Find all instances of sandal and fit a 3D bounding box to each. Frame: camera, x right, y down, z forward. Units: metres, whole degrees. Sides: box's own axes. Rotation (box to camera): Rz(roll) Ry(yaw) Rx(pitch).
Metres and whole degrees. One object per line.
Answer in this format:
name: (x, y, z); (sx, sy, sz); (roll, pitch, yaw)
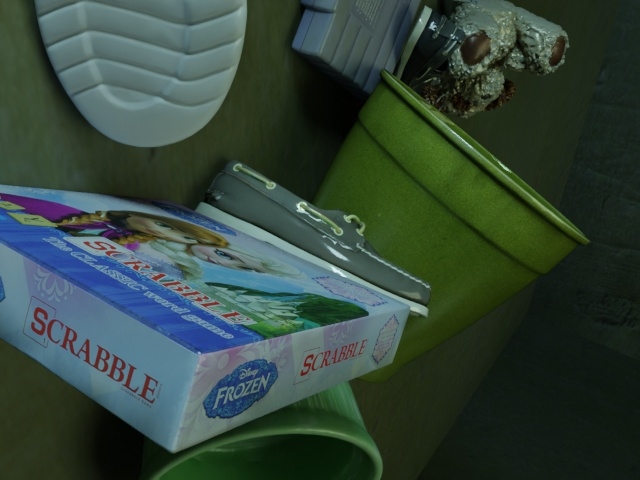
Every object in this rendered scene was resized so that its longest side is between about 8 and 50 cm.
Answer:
sandal: (-0.140, -0.267, 0.508); (0.102, 0.170, 0.416); (-87, 180, -52)

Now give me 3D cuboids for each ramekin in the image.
ramekin: (-0.084, 0.260, 0.849); (0.304, 0.148, 0.303); (-8, 136, -8)

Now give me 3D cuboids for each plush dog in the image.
plush dog: (0.284, -0.330, 1.222); (0.263, 0.210, 0.225); (-9, 139, -27)

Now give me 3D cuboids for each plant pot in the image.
plant pot: (0.122, 0.008, 0.957); (0.353, 0.366, 0.366); (-51, 157, 16)

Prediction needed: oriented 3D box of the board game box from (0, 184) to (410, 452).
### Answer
board game box: (-0.126, 0.034, 0.554); (0.318, 0.319, 0.065); (1, 110, -63)

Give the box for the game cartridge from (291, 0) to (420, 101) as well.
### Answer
game cartridge: (0.085, -0.388, 0.897); (0.230, 0.068, 0.354); (14, 98, -59)

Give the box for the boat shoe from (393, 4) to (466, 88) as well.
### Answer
boat shoe: (0.158, -0.271, 1.028); (0.233, 0.079, 0.083); (118, -8, -75)

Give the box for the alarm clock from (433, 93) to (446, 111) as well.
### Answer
alarm clock: (0.173, -0.176, 1.171); (0.129, 0.064, 0.192); (-16, 140, -54)

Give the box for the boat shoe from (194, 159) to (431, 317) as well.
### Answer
boat shoe: (0.000, -0.001, 0.783); (0.109, 0.305, 0.091); (85, 30, -76)
